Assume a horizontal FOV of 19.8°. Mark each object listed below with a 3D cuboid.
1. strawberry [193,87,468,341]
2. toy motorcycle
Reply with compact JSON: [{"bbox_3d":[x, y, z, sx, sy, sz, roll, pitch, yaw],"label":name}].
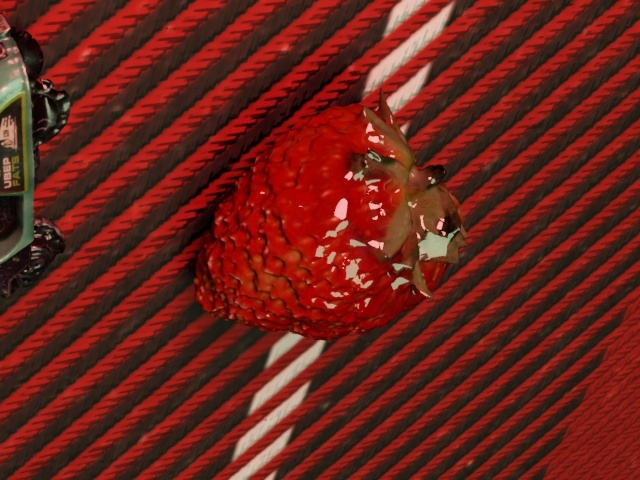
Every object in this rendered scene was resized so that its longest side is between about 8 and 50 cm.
[{"bbox_3d":[0.003,-0.005,1.004,0.131,0.131,0.148,0,172,-42],"label":"strawberry"},{"bbox_3d":[-0.168,-0.033,0.857,0.100,0.058,0.173,-14,137,-21],"label":"toy motorcycle"}]
